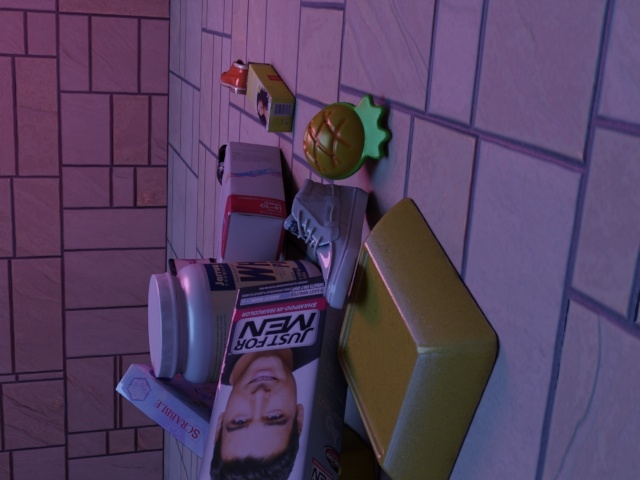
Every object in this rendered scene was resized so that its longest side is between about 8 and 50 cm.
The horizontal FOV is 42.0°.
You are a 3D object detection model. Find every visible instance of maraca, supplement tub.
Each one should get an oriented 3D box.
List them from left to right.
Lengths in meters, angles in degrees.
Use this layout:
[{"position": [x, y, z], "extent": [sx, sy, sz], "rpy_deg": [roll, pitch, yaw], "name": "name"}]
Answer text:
[{"position": [-0.164, 0.159, 1.642], "extent": [0.235, 0.325, 0.235], "rpy_deg": [179, 90, -72], "name": "supplement tub"}, {"position": [0.042, -0.168, 1.366], "extent": [0.186, 0.099, 0.127], "rpy_deg": [-16, 86, 46], "name": "maraca"}]

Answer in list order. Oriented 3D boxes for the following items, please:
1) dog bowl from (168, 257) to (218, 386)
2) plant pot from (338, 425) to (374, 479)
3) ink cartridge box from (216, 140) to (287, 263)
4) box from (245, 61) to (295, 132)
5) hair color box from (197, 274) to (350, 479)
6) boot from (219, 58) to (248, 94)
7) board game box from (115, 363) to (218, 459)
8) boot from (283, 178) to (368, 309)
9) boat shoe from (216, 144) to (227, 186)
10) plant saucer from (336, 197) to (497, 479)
[{"position": [-0.261, 0.226, 2.102], "extent": [0.408, 0.151, 0.407], "rpy_deg": [165, 90, -81], "name": "dog bowl"}, {"position": [-0.016, 0.429, 1.439], "extent": [0.187, 0.212, 0.212], "rpy_deg": [-11, 81, 57], "name": "plant pot"}, {"position": [-0.157, -0.049, 1.845], "extent": [0.306, 0.131, 0.226], "rpy_deg": [-96, 15, -54], "name": "ink cartridge box"}, {"position": [-0.118, -0.327, 1.892], "extent": [0.232, 0.058, 0.087], "rpy_deg": [-119, 33, -56], "name": "box"}, {"position": [-0.062, 0.247, 1.359], "extent": [0.113, 0.186, 0.374], "rpy_deg": [54, -145, -45], "name": "hair color box"}, {"position": [-0.223, -0.442, 2.217], "extent": [0.158, 0.059, 0.084], "rpy_deg": [37, 123, 57], "name": "boot"}, {"position": [-0.215, 0.370, 1.698], "extent": [0.065, 0.318, 0.319], "rpy_deg": [-56, -18, -1], "name": "board game box"}, {"position": [0.000, 0.000, 1.319], "extent": [0.258, 0.124, 0.095], "rpy_deg": [-78, 1, -51], "name": "boot"}, {"position": [-0.273, -0.212, 2.388], "extent": [0.042, 0.049, 0.132], "rpy_deg": [109, 158, -65], "name": "boat shoe"}, {"position": [0.110, 0.159, 1.204], "extent": [0.332, 0.081, 0.332], "rpy_deg": [-113, 28, -50], "name": "plant saucer"}]
